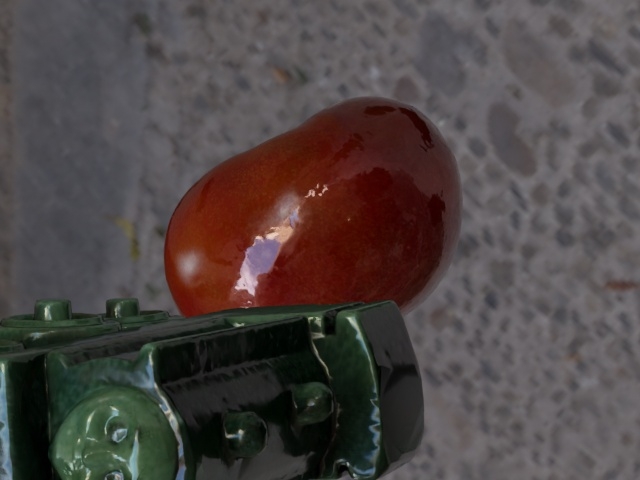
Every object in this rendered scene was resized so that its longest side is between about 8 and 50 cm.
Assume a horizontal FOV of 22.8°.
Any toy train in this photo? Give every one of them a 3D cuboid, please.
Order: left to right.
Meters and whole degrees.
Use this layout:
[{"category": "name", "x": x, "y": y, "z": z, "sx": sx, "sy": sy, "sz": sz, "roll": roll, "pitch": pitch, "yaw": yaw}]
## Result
[{"category": "toy train", "x": -0.046, "y": 0.049, "z": 0.437, "sx": 0.111, "sy": 0.170, "sz": 0.071, "roll": -5, "pitch": 90, "yaw": 20}]

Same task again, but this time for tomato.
[{"category": "tomato", "x": 0.000, "y": 0.000, "z": 0.974, "sx": 0.136, "sy": 0.195, "sz": 0.195, "roll": 60, "pitch": 146, "yaw": 5}]
